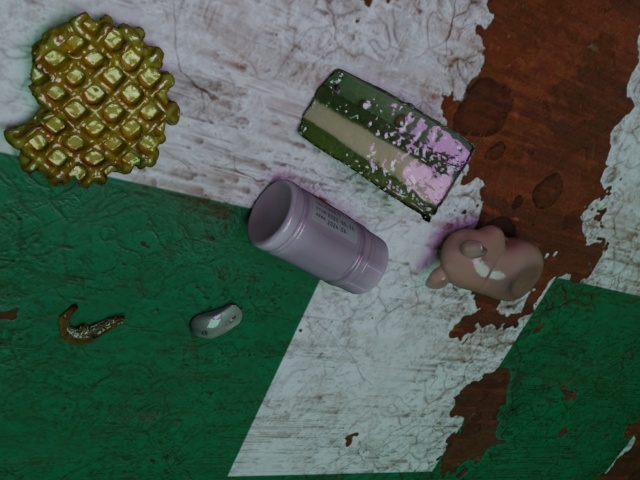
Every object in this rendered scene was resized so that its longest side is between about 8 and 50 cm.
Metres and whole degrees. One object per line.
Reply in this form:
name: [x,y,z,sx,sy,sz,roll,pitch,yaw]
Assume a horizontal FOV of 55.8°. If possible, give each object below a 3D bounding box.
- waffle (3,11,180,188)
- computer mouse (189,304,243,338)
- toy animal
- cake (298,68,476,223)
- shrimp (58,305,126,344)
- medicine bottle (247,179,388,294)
waffle: [-0.332,-0.198,0.871,0.248,0.056,0.253,-14,127,-17]
computer mouse: [-0.198,0.161,1.175,0.110,0.032,0.056,-21,127,-12]
toy animal: [0.365,0.051,1.295,0.250,0.154,0.167,8,125,-26]
cake: [0.110,-0.178,1.097,0.283,0.172,0.158,31,99,-2]
shrimp: [-0.408,0.143,1.072,0.114,0.023,0.083,-20,124,-8]
medicine bottle: [0.000,0.000,1.103,0.249,0.133,0.133,30,105,-34]
